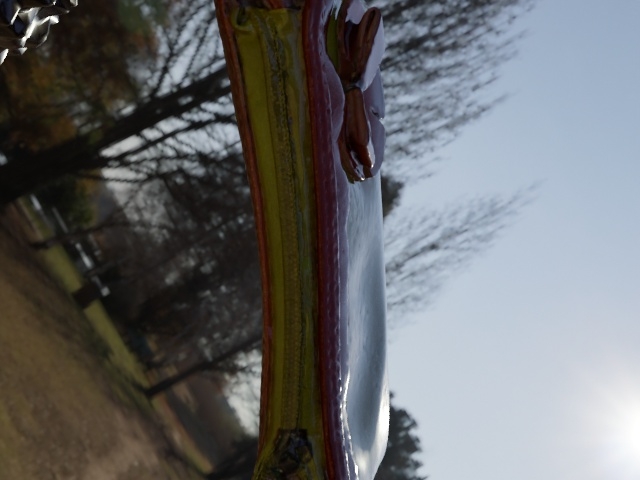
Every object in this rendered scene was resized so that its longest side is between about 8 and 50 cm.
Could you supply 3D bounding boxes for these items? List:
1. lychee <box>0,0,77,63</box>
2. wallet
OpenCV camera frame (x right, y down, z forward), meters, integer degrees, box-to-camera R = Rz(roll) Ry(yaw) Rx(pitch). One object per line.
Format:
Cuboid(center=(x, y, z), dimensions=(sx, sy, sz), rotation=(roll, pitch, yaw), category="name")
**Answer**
Cuboid(center=(-0.189, -0.177, 0.325), dimensions=(0.267, 0.268, 0.267), rotation=(59, -9, 15), category="lychee")
Cuboid(center=(0.000, 0.000, 0.431), dimensions=(0.141, 0.067, 0.241), rotation=(-37, 123, -79), category="wallet")
